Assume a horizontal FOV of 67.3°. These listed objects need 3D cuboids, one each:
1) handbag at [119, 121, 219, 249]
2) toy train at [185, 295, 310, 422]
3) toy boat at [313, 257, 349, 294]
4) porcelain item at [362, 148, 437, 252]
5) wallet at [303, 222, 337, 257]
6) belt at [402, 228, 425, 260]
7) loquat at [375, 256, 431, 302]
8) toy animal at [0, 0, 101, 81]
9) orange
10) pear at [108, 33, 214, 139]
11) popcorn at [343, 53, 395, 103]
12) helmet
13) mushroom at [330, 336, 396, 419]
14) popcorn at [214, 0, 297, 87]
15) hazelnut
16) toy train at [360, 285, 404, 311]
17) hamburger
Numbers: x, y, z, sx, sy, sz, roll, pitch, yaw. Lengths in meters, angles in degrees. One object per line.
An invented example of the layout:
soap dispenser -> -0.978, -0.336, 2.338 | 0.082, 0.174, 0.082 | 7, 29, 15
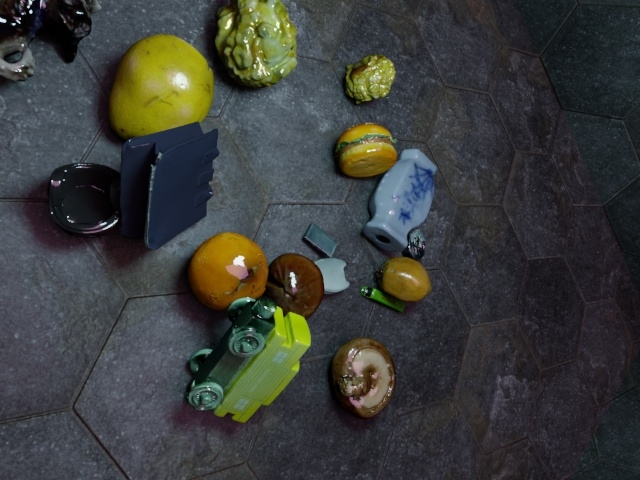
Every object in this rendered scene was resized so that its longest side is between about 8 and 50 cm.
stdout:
handbag -> -0.420, -0.164, 1.363 | 0.122, 0.303, 0.329 | 23, 31, 12
toy train -> -0.215, 0.361, 1.434 | 0.272, 0.179, 0.442 | 26, 113, -27
toy boat -> 0.019, 0.134, 1.782 | 0.207, 0.079, 0.134 | -5, 85, -44
porcelain item -> 0.324, -0.167, 1.943 | 0.242, 0.178, 0.405 | 38, 63, -23
wallet -> 0.000, 0.000, 1.790 | 0.129, 0.026, 0.088 | 39, 47, -14
belt -> 0.396, 0.020, 2.038 | 0.105, 0.058, 0.140 | 3, 82, -36
loquat -> 0.326, 0.153, 1.899 | 0.234, 0.187, 0.176 | 23, 73, 4
toy animal -> -0.759, -0.590, 1.288 | 0.344, 0.194, 0.303 | -28, 94, -29
orange -> -0.282, 0.100, 1.477 | 0.246, 0.246, 0.246 | 4, 82, -33
pear -> -0.475, -0.440, 1.428 | 0.336, 0.285, 0.285 | -33, 107, 14
popcorn -> 0.194, -0.643, 1.917 | 0.169, 0.189, 0.218 | 53, 54, -25
helmet -> -0.631, -0.110, 1.305 | 0.189, 0.193, 0.216 | 4, 68, -22
mushroom -> 0.150, 0.504, 1.765 | 0.278, 0.163, 0.297 | -8, 89, -42
popcorn -> -0.208, -0.676, 1.601 | 0.279, 0.274, 0.335 | 19, 74, -32
hazelnut -> -0.096, 0.172, 1.607 | 0.217, 0.217, 0.251 | 11, 99, -32
toy train -> 0.251, 0.234, 1.928 | 0.209, 0.042, 0.044 | 26, 70, -28
hamburger -> 0.173, -0.355, 1.833 | 0.246, 0.246, 0.170 | 2, 69, -33
